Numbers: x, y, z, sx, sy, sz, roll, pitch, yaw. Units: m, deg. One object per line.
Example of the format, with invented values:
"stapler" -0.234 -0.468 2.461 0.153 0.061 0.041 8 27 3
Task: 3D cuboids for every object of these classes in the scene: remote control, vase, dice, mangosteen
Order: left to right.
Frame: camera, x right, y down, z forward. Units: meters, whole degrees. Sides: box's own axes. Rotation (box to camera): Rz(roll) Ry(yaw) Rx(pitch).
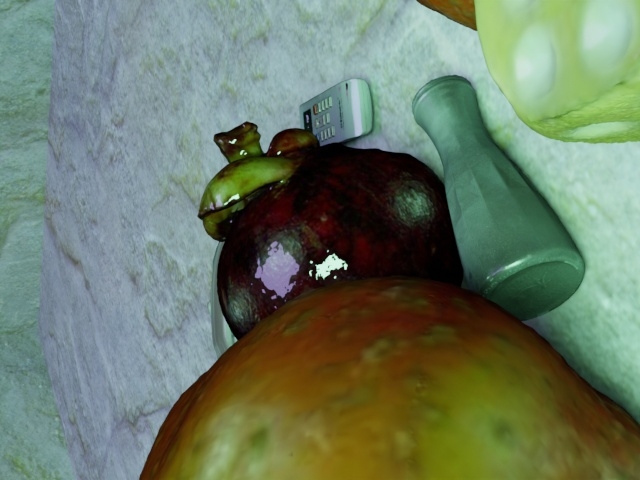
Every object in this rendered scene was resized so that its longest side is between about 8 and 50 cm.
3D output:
"mangosteen" 0.000 0.000 0.892 0.265 0.228 0.228 46 148 3
"remote control" 0.015 -0.131 1.106 0.166 0.029 0.065 171 93 -70
"vase" 0.131 -0.043 0.809 0.086 0.086 0.214 112 149 -45
"dice" 0.192 -0.151 0.540 0.166 0.169 0.169 158 106 -64

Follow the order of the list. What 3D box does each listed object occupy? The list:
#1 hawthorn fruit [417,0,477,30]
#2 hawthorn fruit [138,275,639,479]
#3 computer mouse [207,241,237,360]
"hawthorn fruit" 0.119 -0.233 0.731 0.194 0.157 0.157 -111 23 -72
"hawthorn fruit" 0.039 0.241 0.653 0.403 0.402 0.403 175 90 -66
"computer mouse" -0.075 0.091 1.140 0.199 0.115 0.389 -98 19 -82
